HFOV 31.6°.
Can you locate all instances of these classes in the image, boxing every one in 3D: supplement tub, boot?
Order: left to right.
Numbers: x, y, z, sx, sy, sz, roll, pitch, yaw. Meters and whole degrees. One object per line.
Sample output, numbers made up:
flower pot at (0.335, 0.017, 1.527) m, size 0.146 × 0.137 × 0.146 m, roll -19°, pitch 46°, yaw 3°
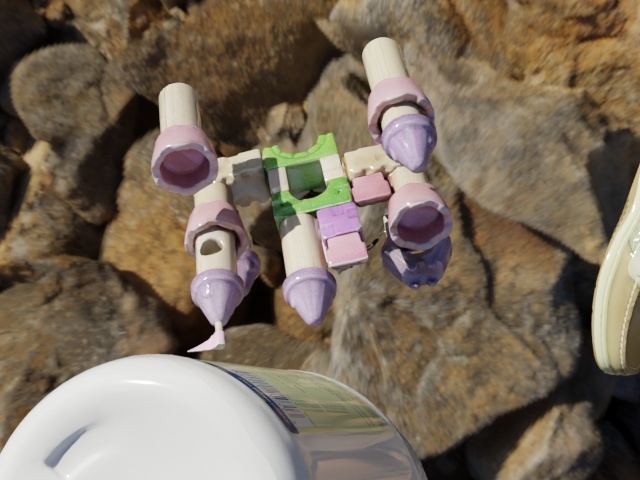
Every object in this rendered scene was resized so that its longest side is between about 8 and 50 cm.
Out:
supplement tub at (-0.058, 0.207, 0.814) m, size 0.236 × 0.325 × 0.235 m, roll -4°, pitch 79°, yaw 21°
boot at (0.313, 0.021, 0.880) m, size 0.165 × 0.077 × 0.213 m, roll 17°, pitch 87°, yaw 34°

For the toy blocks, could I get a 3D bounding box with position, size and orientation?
toy blocks at (0.000, 0.000, 1.168) m, size 0.289 × 0.309 × 0.260 m, roll -13°, pitch 44°, yaw 1°
